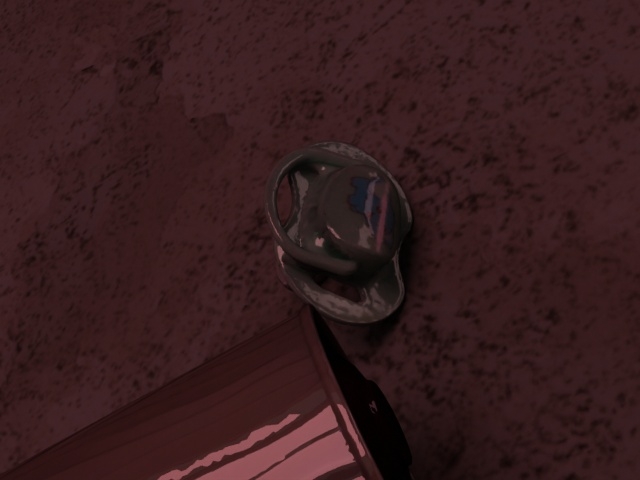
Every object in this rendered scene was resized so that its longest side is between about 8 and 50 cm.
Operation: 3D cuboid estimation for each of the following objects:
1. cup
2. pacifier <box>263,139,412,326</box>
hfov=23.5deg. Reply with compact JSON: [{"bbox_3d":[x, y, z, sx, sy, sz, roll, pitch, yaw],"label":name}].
[{"bbox_3d":[-0.073,0.170,0.910,0.273,0.208,0.288,-29,31,2],"label":"cup"},{"bbox_3d":[0.000,0.000,1.106,0.116,0.127,0.150,-37,42,47],"label":"pacifier"}]
